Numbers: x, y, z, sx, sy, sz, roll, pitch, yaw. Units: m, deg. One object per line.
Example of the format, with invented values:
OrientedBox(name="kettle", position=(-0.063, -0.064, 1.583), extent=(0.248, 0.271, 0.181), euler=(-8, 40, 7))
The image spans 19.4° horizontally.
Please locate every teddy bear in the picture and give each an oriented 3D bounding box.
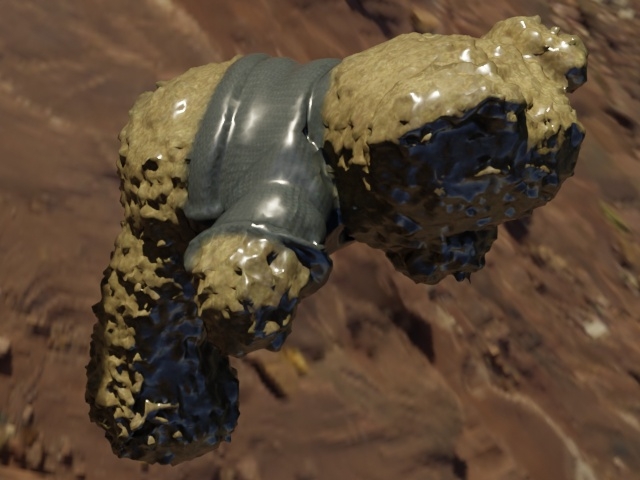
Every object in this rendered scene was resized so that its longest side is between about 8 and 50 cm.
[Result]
OrientedBox(name="teddy bear", position=(-0.015, -0.013, 0.711), extent=(0.251, 0.182, 0.129), euler=(-32, 110, 36))
